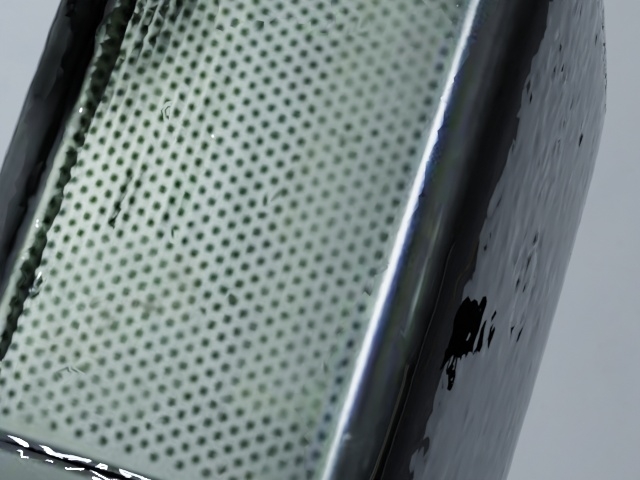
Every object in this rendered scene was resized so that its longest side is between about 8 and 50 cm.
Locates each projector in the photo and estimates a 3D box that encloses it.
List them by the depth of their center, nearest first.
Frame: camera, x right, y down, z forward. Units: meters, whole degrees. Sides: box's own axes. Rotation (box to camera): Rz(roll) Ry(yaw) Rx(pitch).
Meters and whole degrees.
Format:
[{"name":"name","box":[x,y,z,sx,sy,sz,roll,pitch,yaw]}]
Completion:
[{"name":"projector","box":[0.000,0.000,0.835,0.242,0.395,0.405,14,77,15]}]
